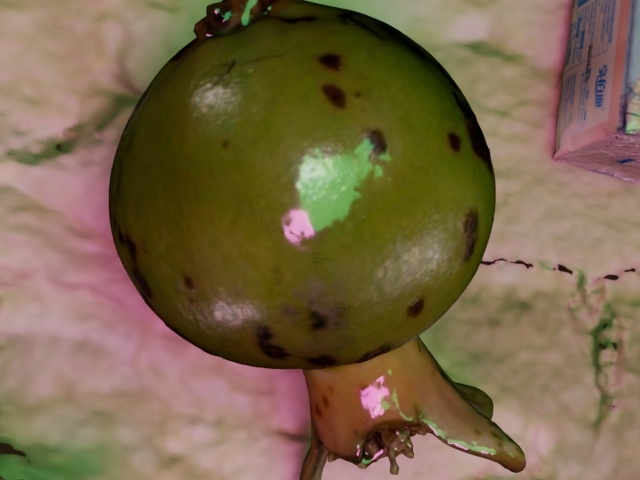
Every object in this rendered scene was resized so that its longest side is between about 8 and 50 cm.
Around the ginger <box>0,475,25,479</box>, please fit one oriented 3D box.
[{"bbox_3d":[-0.163,0.124,0.632,0.216,0.102,0.157,-12,60,-21],"label":"ginger"}]

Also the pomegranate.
[{"bbox_3d":[0.010,0.001,0.710,0.220,0.156,0.156,48,65,-30],"label":"pomegranate"}]

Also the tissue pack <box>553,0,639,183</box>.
[{"bbox_3d":[0.147,-0.081,0.826,0.059,0.074,0.094,12,78,-16],"label":"tissue pack"}]
